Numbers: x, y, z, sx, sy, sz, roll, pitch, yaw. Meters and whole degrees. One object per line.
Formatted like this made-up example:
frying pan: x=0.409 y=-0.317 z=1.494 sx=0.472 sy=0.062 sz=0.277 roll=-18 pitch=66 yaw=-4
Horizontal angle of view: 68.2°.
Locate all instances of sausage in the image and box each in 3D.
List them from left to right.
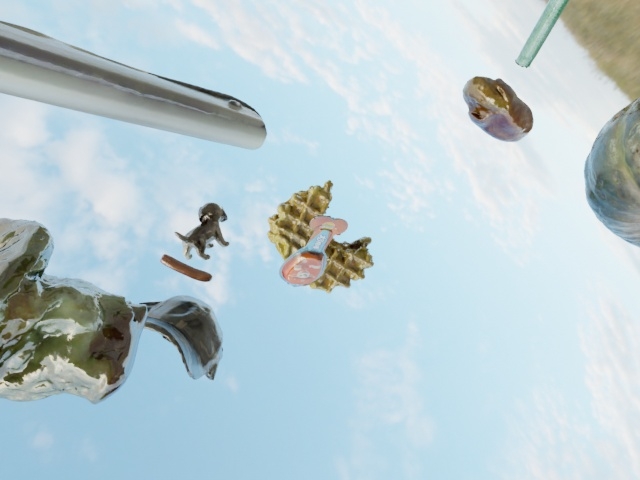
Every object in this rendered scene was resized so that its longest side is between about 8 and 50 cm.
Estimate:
sausage: x=-0.464 y=0.099 z=1.636 sx=0.186 sy=0.043 sz=0.043 roll=26 pitch=-137 yaw=-10

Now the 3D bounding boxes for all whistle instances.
whistle: x=0.477 y=-0.460 z=1.003 sx=0.039 sy=0.186 sz=0.039 roll=8 pitch=-131 yaw=-9

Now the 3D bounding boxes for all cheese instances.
cheese: x=-0.020 y=0.031 z=1.052 sx=0.106 sy=0.256 sz=0.037 roll=8 pitch=-131 yaw=-22

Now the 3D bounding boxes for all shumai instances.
shumai: x=-0.346 y=0.114 z=0.524 sx=0.204 sy=0.271 sz=0.222 roll=58 pitch=-147 yaw=-42

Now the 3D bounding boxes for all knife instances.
knife: x=-0.163 y=-0.128 z=0.386 sx=0.265 sy=0.041 sz=0.073 roll=7 pitch=-143 yaw=-40

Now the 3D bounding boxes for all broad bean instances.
broad bean: x=0.454 y=-0.336 z=1.215 sx=0.228 sy=0.122 sz=0.156 roll=21 pitch=-148 yaw=-36

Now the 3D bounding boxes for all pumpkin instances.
pumpkin: x=0.437 y=-0.061 z=0.541 sx=0.260 sy=0.260 sz=0.190 roll=32 pitch=-115 yaw=-25

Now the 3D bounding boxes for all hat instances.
hat: x=-0.436 y=0.279 z=1.534 sx=0.366 sy=0.382 sz=0.257 roll=39 pitch=-120 yaw=-2

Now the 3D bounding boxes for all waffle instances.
waffle: x=0.000 y=0.000 z=1.425 sx=0.324 sy=0.261 sz=0.151 roll=54 pitch=-175 yaw=-10

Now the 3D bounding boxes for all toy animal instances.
toy animal: x=-0.435 y=-0.029 z=1.774 sx=0.233 sy=0.121 sz=0.169 roll=-55 pitch=-44 yaw=-43
